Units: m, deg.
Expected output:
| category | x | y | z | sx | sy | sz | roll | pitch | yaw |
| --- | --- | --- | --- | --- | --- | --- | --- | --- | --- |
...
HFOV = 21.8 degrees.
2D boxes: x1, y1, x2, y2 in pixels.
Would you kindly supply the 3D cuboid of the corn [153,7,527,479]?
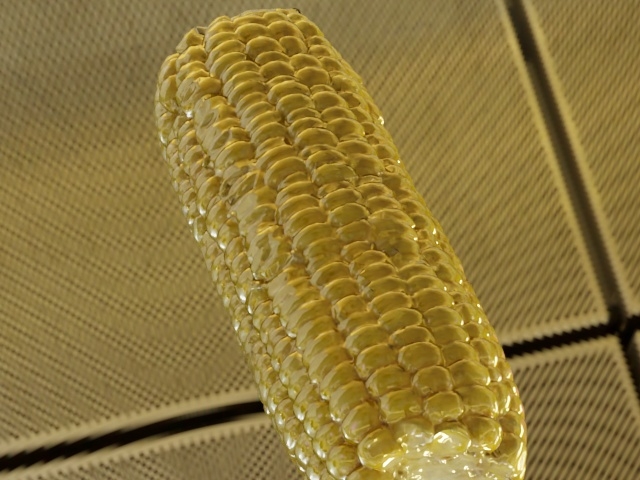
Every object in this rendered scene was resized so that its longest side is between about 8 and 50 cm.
| category | x | y | z | sx | sy | sz | roll | pitch | yaw |
| --- | --- | --- | --- | --- | --- | --- | --- | --- | --- |
| corn | 0.000 | 0.000 | 0.543 | 0.080 | 0.080 | 0.238 | -20 | -136 | -9 |
